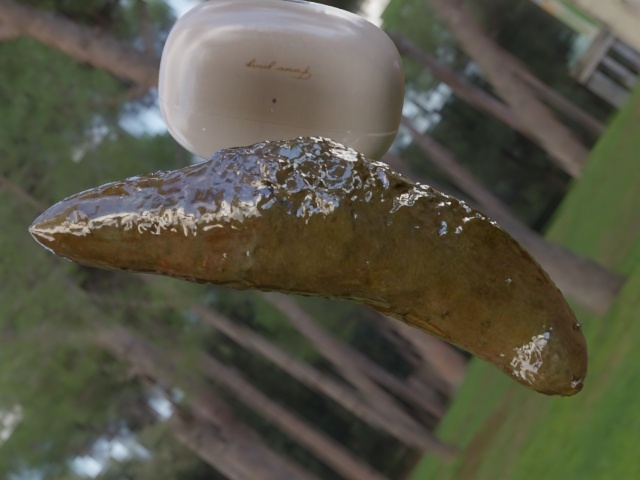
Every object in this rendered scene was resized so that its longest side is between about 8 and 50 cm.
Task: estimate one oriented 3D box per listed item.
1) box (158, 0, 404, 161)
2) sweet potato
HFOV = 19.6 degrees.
[{"bbox_3d":[-0.032,-0.124,1.508,0.088,0.200,0.146,-68,-14,-73],"label":"box"},{"bbox_3d":[0.003,-0.003,1.107,0.092,0.341,0.114,111,175,-84],"label":"sweet potato"}]
